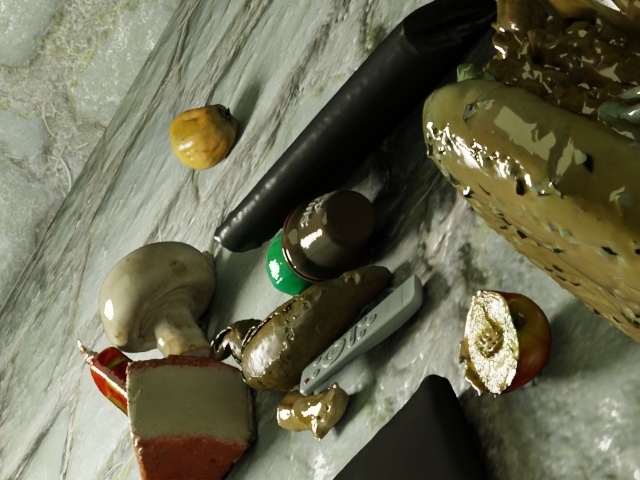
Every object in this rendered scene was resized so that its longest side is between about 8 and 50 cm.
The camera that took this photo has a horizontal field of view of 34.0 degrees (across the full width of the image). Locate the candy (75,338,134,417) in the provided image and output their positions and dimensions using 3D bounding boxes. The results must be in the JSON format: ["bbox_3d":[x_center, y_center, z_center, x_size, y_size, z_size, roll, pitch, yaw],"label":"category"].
[{"bbox_3d":[-0.281,0.229,1.590,0.059,0.292,0.086,-39,-36,-29],"label":"candy"}]

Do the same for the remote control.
[{"bbox_3d":[0.046,0.108,1.146,0.184,0.027,0.050,-42,17,24],"label":"remote control"}]

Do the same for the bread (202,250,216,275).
[{"bbox_3d":[-0.224,0.093,1.786,0.153,0.028,0.068,-56,25,23],"label":"bread"}]

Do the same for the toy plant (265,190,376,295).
[{"bbox_3d":[0.000,0.000,1.291,0.143,0.105,0.200,-48,6,-29],"label":"toy plant"}]

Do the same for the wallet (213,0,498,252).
[{"bbox_3d":[0.042,-0.139,1.282,0.406,0.062,0.228,-46,-6,39],"label":"wallet"}]

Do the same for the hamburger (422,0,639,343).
[{"bbox_3d":[0.213,-0.056,0.681,0.195,0.277,0.318,-56,17,-1],"label":"hamburger"}]

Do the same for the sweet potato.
[{"bbox_3d":[-0.040,0.123,1.266,0.310,0.098,0.124,-32,31,47],"label":"sweet potato"}]

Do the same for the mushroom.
[{"bbox_3d":[-0.241,0.097,1.636,0.209,0.206,0.206,17,81,41],"label":"mushroom"}]

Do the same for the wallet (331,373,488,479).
[{"bbox_3d":[0.087,0.292,0.861,0.197,0.051,0.377,-52,26,21],"label":"wallet"}]

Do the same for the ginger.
[{"bbox_3d":[-0.012,0.194,1.195,0.057,0.044,0.137,-48,15,-29],"label":"ginger"}]

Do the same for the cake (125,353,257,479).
[{"bbox_3d":[-0.220,0.287,1.399,0.262,0.160,0.158,-56,27,24],"label":"cake"}]

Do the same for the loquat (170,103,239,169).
[{"bbox_3d":[-0.219,-0.201,1.980,0.137,0.113,0.137,-32,25,17],"label":"loquat"}]

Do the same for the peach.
[{"bbox_3d":[0.163,0.089,0.898,0.098,0.061,0.098,-179,90,-70],"label":"peach"}]
